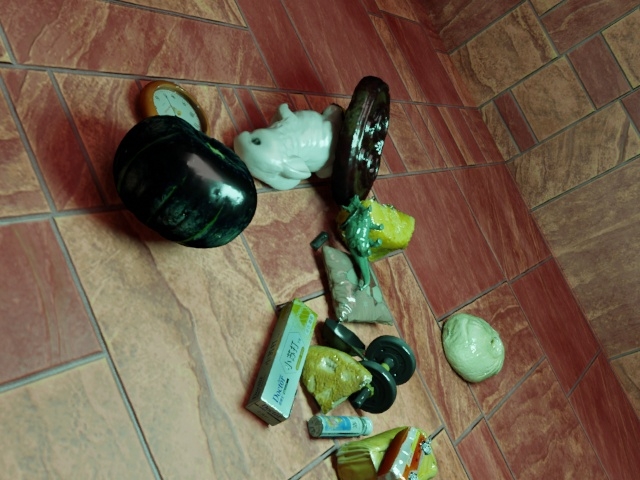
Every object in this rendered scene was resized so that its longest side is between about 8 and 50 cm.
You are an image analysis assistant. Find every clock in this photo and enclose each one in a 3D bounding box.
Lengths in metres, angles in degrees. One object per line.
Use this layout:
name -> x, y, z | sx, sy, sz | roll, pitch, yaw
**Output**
clock -> -0.358, -0.304, 1.595 | 0.205, 0.051, 0.205 | 34, 40, -34

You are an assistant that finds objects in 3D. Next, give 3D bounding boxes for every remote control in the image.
remote control -> 0.000, 0.000, 1.859 | 0.034, 0.016, 0.091 | 58, 34, -10

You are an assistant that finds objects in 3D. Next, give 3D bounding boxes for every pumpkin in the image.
pumpkin -> -0.296, -0.115, 1.373 | 0.315, 0.238, 0.315 | 41, 15, -13

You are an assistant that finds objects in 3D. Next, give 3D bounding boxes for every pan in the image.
pan -> 0.053, 0.262, 1.635 | 0.128, 0.048, 0.202 | 33, 7, 0

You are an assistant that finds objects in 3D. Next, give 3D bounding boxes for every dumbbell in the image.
dumbbell -> 0.156, 0.346, 1.681 | 0.143, 0.143, 0.325 | 58, 33, -2

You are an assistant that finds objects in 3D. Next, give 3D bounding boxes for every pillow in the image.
pillow -> 0.101, 0.132, 1.827 | 0.223, 0.084, 0.236 | 11, 55, -47

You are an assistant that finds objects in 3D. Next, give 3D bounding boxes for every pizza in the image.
pizza -> 0.029, 0.341, 1.552 | 0.062, 0.181, 0.161 | 79, 24, -60

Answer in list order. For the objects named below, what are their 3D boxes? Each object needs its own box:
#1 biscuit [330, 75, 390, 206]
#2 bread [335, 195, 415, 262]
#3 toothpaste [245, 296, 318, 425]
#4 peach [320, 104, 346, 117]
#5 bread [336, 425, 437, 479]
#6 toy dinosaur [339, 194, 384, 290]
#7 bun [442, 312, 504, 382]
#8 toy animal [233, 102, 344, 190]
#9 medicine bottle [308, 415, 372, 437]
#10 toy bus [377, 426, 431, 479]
biscuit -> 0.135, -0.294, 1.965 | 0.091, 0.408, 0.407 | 17, 34, 13
bread -> 0.173, -0.019, 1.976 | 0.260, 0.160, 0.147 | 22, 52, -44
toothpaste -> -0.084, 0.275, 1.495 | 0.089, 0.071, 0.313 | 41, 38, -19
peach -> 0.066, -0.366, 2.151 | 0.179, 0.103, 0.179 | 29, 47, -36
bread -> 0.169, 0.541, 1.570 | 0.288, 0.119, 0.153 | 3, 65, -50
toy dinosaur -> 0.126, -0.001, 1.810 | 0.079, 0.120, 0.292 | 34, 32, -54
bun -> 0.518, 0.346, 2.153 | 0.243, 0.153, 0.244 | 37, 35, -32
toy animal -> -0.080, -0.255, 1.824 | 0.357, 0.193, 0.258 | -38, 106, -44
medicine bottle -> 0.050, 0.447, 1.550 | 0.191, 0.051, 0.051 | 18, 51, -46
toy bus -> 0.187, 0.502, 1.459 | 0.077, 0.079, 0.174 | 46, 36, -2
